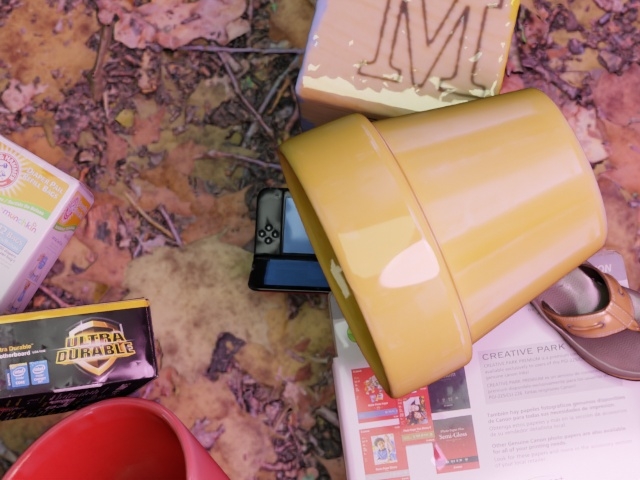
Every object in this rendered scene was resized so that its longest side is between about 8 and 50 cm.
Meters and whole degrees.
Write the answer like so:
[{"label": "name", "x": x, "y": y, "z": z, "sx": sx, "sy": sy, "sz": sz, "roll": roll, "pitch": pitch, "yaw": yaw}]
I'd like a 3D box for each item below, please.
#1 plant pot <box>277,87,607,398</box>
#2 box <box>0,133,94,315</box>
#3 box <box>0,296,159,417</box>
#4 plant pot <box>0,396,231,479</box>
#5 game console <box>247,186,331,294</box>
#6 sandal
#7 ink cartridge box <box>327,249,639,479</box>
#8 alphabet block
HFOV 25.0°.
[{"label": "plant pot", "x": 0.118, "y": -0.019, "z": 1.314, "sx": 0.239, "sy": 0.254, "sz": 0.254, "roll": -24, "pitch": 81, "yaw": -5}, {"label": "box", "x": -0.342, "y": 0.003, "z": 1.511, "sx": 0.114, "sy": 0.103, "sz": 0.203, "roll": 32, "pitch": 83, "yaw": 5}, {"label": "box", "x": -0.303, "y": 0.125, "z": 1.353, "sx": 0.257, "sy": 0.322, "sz": 0.079, "roll": -5, "pitch": 81, "yaw": -16}, {"label": "plant pot", "x": -0.156, "y": 0.322, "z": 1.354, "sx": 0.275, "sy": 0.275, "sz": 0.243, "roll": -48, "pitch": 127, "yaw": -6}, {"label": "game console", "x": 0.000, "y": 0.000, "z": 1.515, "sx": 0.144, "sy": 0.085, "sz": 0.124, "roll": 3, "pitch": 81, "yaw": 1}, {"label": "sandal", "x": 0.258, "y": 0.054, "z": 1.390, "sx": 0.219, "sy": 0.060, "sz": 0.090, "roll": 43, "pitch": 81, "yaw": 10}, {"label": "ink cartridge box", "x": 0.172, "y": 0.169, "z": 1.461, "sx": 0.309, "sy": 0.130, "sz": 0.272, "roll": -7, "pitch": 78, "yaw": -1}, {"label": "alphabet block", "x": 0.093, "y": -0.196, "z": 1.495, "sx": 0.197, "sy": 0.192, "sz": 0.193, "roll": 13, "pitch": 83, "yaw": 4}]
